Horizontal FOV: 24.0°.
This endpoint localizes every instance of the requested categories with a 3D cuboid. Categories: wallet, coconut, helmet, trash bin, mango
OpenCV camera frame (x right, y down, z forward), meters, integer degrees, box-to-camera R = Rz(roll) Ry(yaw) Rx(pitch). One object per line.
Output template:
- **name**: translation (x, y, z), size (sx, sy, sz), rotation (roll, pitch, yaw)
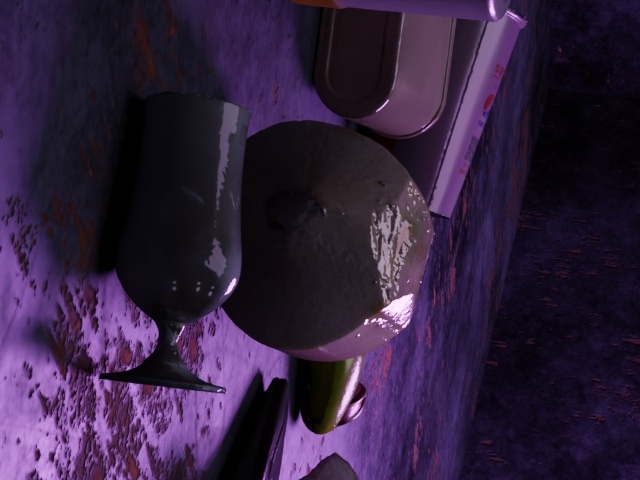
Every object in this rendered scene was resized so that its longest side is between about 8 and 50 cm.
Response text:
- **wallet**: translation (-0.071, 0.282, 1.660), size (0.245, 0.052, 0.168), rotation (-69, 165, -50)
- **coconut**: translation (-0.002, 0.003, 1.430), size (0.241, 0.241, 0.241), rotation (8, 90, -77)
- **helmet**: translation (0.032, 0.208, 2.016), size (0.111, 0.057, 0.089), rotation (-64, 155, -53)
- **trash bin**: translation (0.080, -0.250, 1.828), size (0.247, 0.121, 0.243), rotation (-3, 101, -73)
- **mango**: translation (0.016, 0.168, 1.888), size (0.091, 0.074, 0.165), rotation (-49, 145, -70)

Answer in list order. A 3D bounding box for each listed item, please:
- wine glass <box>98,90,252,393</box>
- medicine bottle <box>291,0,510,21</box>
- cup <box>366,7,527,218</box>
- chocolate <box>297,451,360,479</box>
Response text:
- **wine glass**: translation (-0.110, 0.002, 1.197), size (0.103, 0.103, 0.230), rotation (39, 58, -75)
- **medicine bottle**: translation (0.087, -0.350, 1.532), size (0.238, 0.232, 0.237), rotation (8, 90, -78)
- **cup**: translation (0.147, -0.184, 2.042), size (0.203, 0.203, 0.288), rotation (21, 83, -77)
- **chocolate**: translation (-0.042, 0.367, 1.549), size (0.303, 0.100, 0.185), rotation (-37, 150, -45)
